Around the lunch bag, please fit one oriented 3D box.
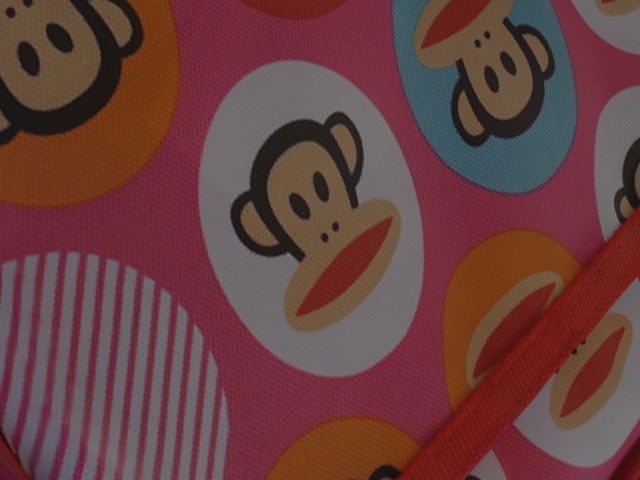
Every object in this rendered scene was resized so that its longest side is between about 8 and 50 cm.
[{"bbox_3d":[0.000,0.000,0.428,0.120,0.258,0.293,-13,-157,46],"label":"lunch bag"}]
